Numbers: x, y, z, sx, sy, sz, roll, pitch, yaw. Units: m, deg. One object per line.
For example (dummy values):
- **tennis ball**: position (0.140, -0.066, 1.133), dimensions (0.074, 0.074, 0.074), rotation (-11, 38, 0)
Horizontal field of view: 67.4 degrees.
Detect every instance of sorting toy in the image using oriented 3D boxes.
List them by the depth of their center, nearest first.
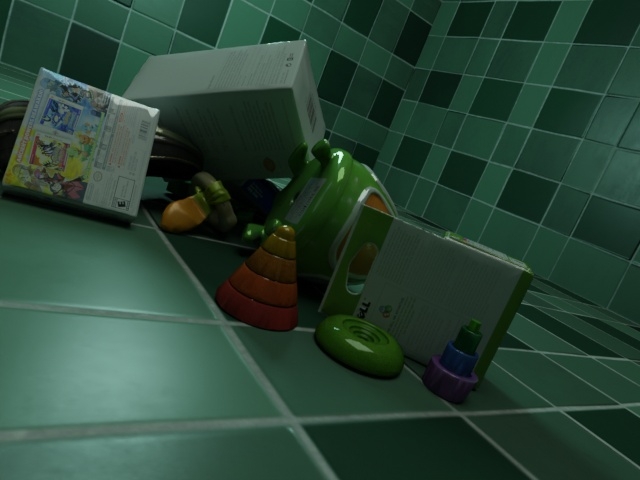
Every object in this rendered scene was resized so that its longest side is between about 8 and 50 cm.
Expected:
- **sorting toy**: position (0.049, 0.085, 0.638), dimensions (0.365, 0.126, 0.127), rotation (22, 11, 4)

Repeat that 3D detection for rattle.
- **rattle**: position (-0.258, -0.056, 0.942), dimensions (0.200, 0.143, 0.130), rotation (17, -31, 50)

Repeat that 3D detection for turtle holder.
- **turtle holder**: position (0.001, -0.021, 0.887), dimensions (0.227, 0.243, 0.320), rotation (34, -33, -19)

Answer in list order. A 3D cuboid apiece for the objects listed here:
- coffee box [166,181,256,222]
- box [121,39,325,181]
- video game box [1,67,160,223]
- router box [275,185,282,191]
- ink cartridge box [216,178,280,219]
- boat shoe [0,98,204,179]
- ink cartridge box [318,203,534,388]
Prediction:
- **coffee box**: position (-0.253, -0.095, 1.119), dimensions (0.184, 0.040, 0.113), rotation (26, 10, 19)
- **box**: position (-0.184, -0.256, 0.987), dimensions (0.345, 0.215, 0.168), rotation (0, 50, 13)
- **video game box**: position (-0.373, -0.147, 0.767), dimensions (0.187, 0.205, 0.048), rotation (17, -23, -30)
- **router box**: position (-0.142, -0.135, 1.503), dimensions (0.133, 0.046, 0.179), rotation (27, 12, 20)
- **ink cartridge box**: position (-0.160, -0.107, 1.144), dimensions (0.224, 0.045, 0.223), rotation (26, -11, 31)
- **boat shoe**: position (-0.387, -0.139, 0.866), dimensions (0.355, 0.130, 0.132), rotation (5, -20, -33)
- **ink cartridge box**: position (0.154, 0.072, 0.726), dimensions (0.255, 0.189, 0.097), rotation (24, 12, 13)
